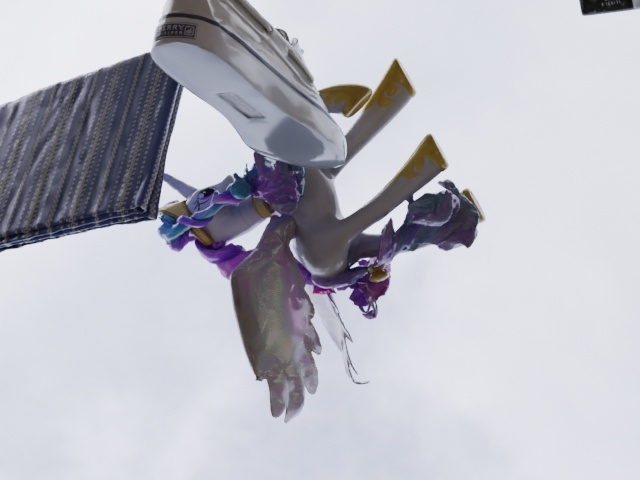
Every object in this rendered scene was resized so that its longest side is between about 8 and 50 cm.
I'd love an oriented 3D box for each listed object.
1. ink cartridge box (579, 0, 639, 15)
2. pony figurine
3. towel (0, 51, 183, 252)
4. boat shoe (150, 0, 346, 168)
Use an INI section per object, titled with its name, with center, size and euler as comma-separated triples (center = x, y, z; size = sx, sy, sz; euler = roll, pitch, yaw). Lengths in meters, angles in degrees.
[ink cartridge box]
center = 0.514, -0.345, 1.222
size = 0.371, 0.176, 0.069
euler = -20, -75, -28
[pony figurine]
center = 0.000, 0.000, 1.169
size = 0.364, 0.303, 0.351
euler = -30, -100, 13
[towel]
center = -0.302, -0.100, 1.178
size = 0.336, 0.040, 0.243
euler = -10, -124, 31
[boat shoe]
center = -0.043, -0.138, 0.828
size = 0.095, 0.258, 0.084
euler = 4, -107, 25
